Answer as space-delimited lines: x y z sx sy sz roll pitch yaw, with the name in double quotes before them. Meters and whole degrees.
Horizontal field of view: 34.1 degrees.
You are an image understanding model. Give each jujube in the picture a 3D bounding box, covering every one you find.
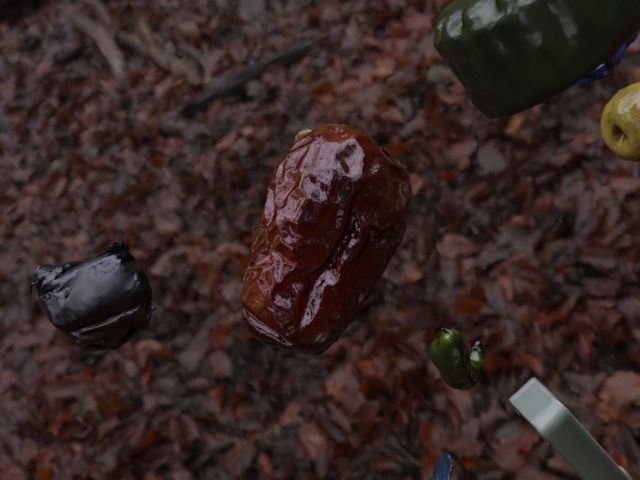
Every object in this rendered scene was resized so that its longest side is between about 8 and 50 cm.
"jujube" 0.000 0.000 1.524 0.216 0.216 0.342 18 83 44

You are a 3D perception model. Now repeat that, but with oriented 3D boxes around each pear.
"pear" 0.672 -0.249 2.153 0.178 0.178 0.178 -18 39 15

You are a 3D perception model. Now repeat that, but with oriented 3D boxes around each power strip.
"power strip" 0.414 0.338 1.619 0.062 0.385 0.091 -44 39 2

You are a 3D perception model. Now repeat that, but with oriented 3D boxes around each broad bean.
"broad bean" 0.151 0.134 1.154 0.046 0.195 0.061 7 83 20

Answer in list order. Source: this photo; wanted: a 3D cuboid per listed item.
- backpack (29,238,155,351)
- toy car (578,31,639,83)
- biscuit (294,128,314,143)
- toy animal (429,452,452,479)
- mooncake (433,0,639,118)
"backpack" -0.245 0.074 1.180 0.120 0.165 0.106 -24 71 -5
"toy car" 0.528 -0.353 1.959 0.103 0.063 0.216 0 41 42
"biscuit" 0.039 -0.120 1.849 0.247 0.118 0.029 25 34 36
"toy animal" 0.158 0.427 1.528 0.239 0.176 0.255 14 11 -3
"mooncake" 0.359 -0.368 1.676 0.356 0.194 0.356 -37 13 10
